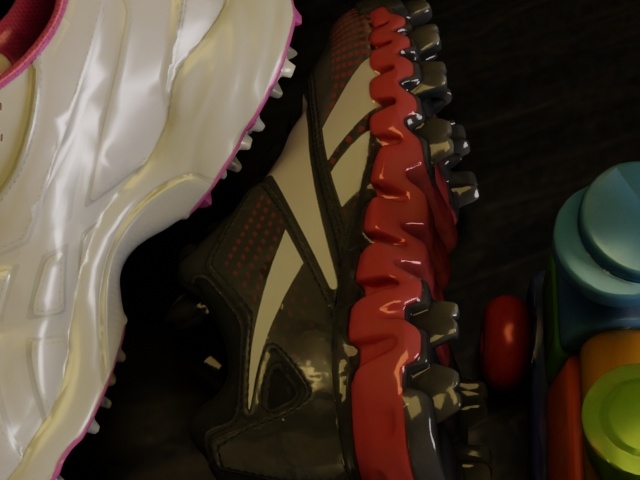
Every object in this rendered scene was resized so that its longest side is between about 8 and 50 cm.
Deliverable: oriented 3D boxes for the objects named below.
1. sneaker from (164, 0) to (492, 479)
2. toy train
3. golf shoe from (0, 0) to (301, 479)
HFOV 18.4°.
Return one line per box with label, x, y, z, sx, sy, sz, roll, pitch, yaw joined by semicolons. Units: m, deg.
sneaker;0.000;0.000;0.856;0.135;0.097;0.276;-9;49;13
toy train;0.120;0.102;0.780;0.105;0.143;0.248;2;61;0
golf shoe;-0.133;-0.005;0.805;0.140;0.115;0.306;32;81;-29
